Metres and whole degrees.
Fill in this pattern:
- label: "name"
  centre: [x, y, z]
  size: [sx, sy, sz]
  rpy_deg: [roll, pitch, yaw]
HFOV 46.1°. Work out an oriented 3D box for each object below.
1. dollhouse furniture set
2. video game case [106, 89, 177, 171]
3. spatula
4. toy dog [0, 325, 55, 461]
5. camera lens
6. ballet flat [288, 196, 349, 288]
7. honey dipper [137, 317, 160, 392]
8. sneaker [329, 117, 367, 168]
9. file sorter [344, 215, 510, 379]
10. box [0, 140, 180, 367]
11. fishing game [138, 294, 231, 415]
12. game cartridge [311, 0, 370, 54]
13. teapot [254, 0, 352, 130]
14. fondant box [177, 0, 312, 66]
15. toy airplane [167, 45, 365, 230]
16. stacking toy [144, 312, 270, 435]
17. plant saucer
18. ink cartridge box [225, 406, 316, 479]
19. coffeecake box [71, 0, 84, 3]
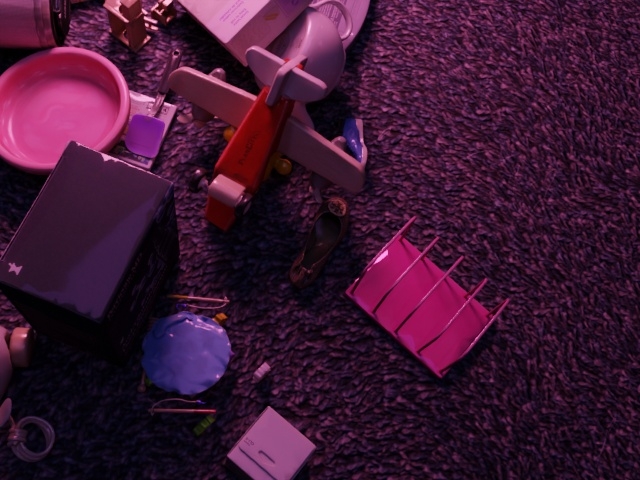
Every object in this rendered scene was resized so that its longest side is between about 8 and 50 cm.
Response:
- label: "dollhouse furniture set"
  centre: [-0.441, -0.586, 1.834]
  size: [0.101, 0.182, 0.161]
  rpy_deg: [38, 69, 7]
- label: "video game case"
  centre: [-0.470, -0.275, 1.798]
  size: [0.201, 0.023, 0.183]
  rpy_deg: [19, 68, -2]
- label: "spatula"
  centre: [-0.388, -0.338, 1.805]
  size: [0.084, 0.030, 0.296]
  rpy_deg: [16, 68, -1]
- label: "toy dog"
  centre: [-0.666, 0.294, 1.476]
  size: [0.220, 0.161, 0.333]
  rpy_deg: [-14, 72, -13]
- label: "camera lens"
  centre: [-0.737, -0.560, 1.760]
  size: [0.274, 0.219, 0.219]
  rpy_deg: [1, 69, -8]
- label: "ballet flat"
  centre: [0.000, 0.000, 1.744]
  size: [0.084, 0.058, 0.249]
  rpy_deg: [30, 68, 3]
- label: "honey dipper"
  centre: [-0.369, 0.245, 1.610]
  size: [0.031, 0.030, 0.160]
  rpy_deg: [10, 70, -5]
- label: "sneaker"
  centre: [0.065, -0.235, 1.841]
  size: [0.085, 0.058, 0.152]
  rpy_deg: [2, 65, -14]
- label: "file sorter"
  centre: [0.239, 0.121, 1.667]
  size: [0.291, 0.182, 0.202]
  rpy_deg: [42, 69, 8]
- label: "box"
  centre: [-0.435, 0.044, 1.480]
  size: [0.212, 0.395, 0.293]
  rpy_deg: [22, 68, 1]
- label: "fishing game"
  centre: [-0.282, 0.238, 1.573]
  size: [0.189, 0.041, 0.264]
  rpy_deg: [2, 61, -5]
- label: "game cartridge"
  centre: [0.028, -0.620, 1.989]
  size: [0.196, 0.060, 0.294]
  rpy_deg: [16, 68, 2]
- label: "teapot"
  centre: [-0.026, -0.435, 1.836]
  size: [0.187, 0.256, 0.252]
  rpy_deg: [22, 38, -35]
- label: "fondant box"
  centre: [-0.195, -0.596, 1.812]
  size: [0.238, 0.096, 0.330]
  rpy_deg: [-44, 53, 2]
- label: "toy airplane"
  centre: [-0.125, -0.248, 1.705]
  size: [0.385, 0.272, 0.386]
  rpy_deg: [-16, 95, 12]
- label: "stacking toy"
  centre: [-0.236, 0.285, 1.607]
  size: [0.221, 0.052, 0.167]
  rpy_deg: [-42, 78, -18]
- label: "plant saucer"
  centre: [-0.596, -0.288, 1.730]
  size: [0.332, 0.084, 0.332]
  rpy_deg: [-1, 67, 2]
- label: "ink cartridge box"
  centre: [-0.103, 0.430, 1.500]
  size: [0.128, 0.176, 0.127]
  rpy_deg: [39, 69, 7]
- label: "coffeecake box"
  centre: [-0.566, -0.698, 1.920]
  size: [0.186, 0.068, 0.142]
  rpy_deg: [-17, 74, -14]
